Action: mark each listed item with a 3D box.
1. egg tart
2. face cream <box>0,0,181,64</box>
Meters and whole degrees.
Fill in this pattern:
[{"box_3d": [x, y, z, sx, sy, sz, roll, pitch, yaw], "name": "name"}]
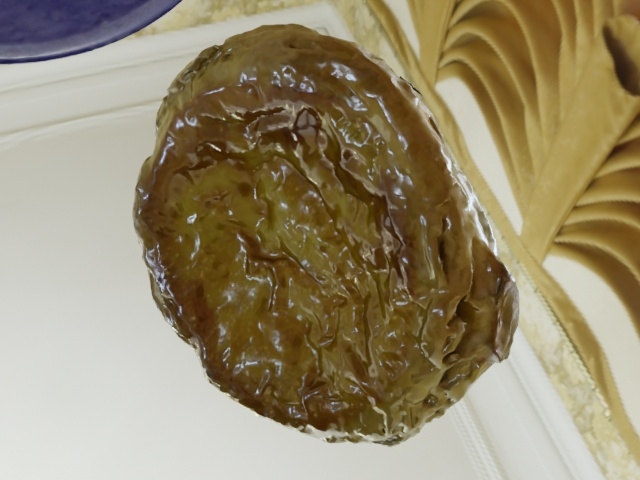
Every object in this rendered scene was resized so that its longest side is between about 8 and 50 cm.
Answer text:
[{"box_3d": [-0.003, 0.001, 0.577, 0.341, 0.341, 0.129, 42, -144, 20], "name": "egg tart"}, {"box_3d": [-0.136, -0.178, 0.290, 0.206, 0.206, 0.111, -13, -120, -13], "name": "face cream"}]
